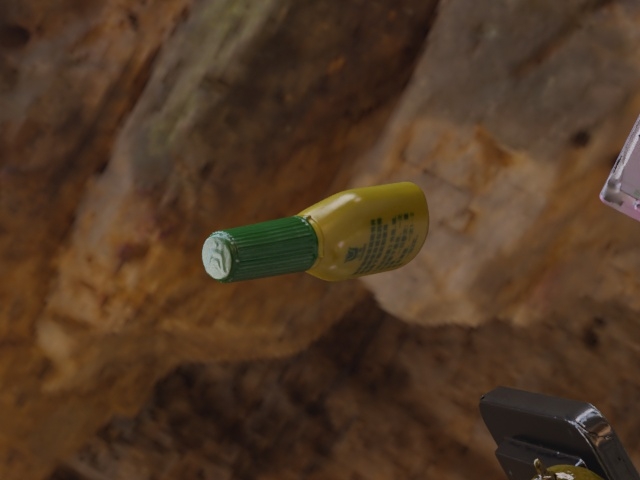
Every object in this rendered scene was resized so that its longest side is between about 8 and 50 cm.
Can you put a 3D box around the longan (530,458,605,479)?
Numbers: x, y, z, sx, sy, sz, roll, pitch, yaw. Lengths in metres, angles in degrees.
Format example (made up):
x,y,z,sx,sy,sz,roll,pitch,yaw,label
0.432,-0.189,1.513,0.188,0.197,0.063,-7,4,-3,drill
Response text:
x,y,z,sx,sy,sz,roll,pitch,yaw,label
0.138,0.156,0.889,0.075,0.075,0.083,-43,-65,-51,longan

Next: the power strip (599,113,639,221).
x,y,z,sx,sy,sz,roll,pitch,yaw,label
0.448,-0.121,2.014,0.279,0.109,0.037,-58,-9,-37,power strip

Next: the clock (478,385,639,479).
x,y,z,sx,sy,sz,roll,pitch,yaw,label
0.240,0.259,1.369,0.049,0.273,0.279,-30,4,-12,clock

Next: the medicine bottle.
x,y,z,sx,sy,sz,roll,pitch,yaw,label
0.000,0.000,1.461,0.260,0.064,0.095,-11,-51,-46,medicine bottle
